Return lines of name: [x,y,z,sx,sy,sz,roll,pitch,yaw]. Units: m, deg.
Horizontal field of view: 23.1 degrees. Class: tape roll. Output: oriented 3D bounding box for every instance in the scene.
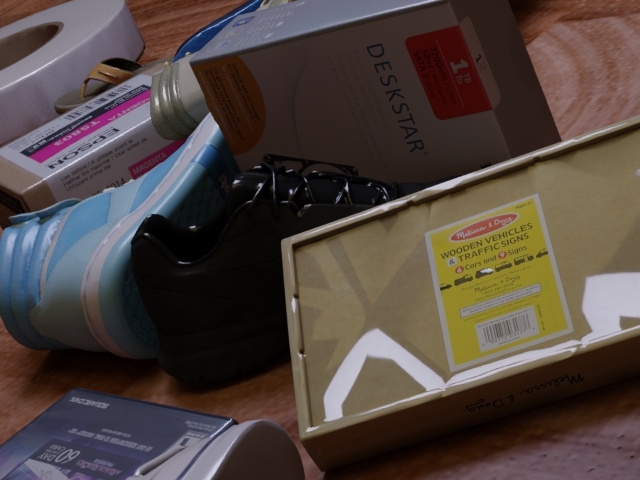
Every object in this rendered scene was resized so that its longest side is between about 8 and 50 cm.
tape roll: [-0.420,-0.214,2.094,0.392,0.072,0.392,-22,22,9]

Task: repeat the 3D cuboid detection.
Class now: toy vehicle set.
toy vehicle set: [0.108,0.027,0.944,0.267,0.035,0.166,-19,45,14]

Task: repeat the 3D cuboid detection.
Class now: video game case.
video game case: [-0.201,0.191,0.996,0.274,0.026,0.196,-38,25,-32]

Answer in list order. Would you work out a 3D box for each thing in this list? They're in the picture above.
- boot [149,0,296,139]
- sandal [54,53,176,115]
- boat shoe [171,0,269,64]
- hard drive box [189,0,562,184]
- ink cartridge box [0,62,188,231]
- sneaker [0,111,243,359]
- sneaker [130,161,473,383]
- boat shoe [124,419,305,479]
boot: [-0.066,-0.171,1.427,0.165,0.077,0.213,-27,18,21]
sandal: [-0.242,-0.201,1.901,0.180,0.049,0.072,-20,22,12]
boat shoe: [-0.047,-0.234,1.688,0.258,0.109,0.089,-19,4,-9]
hard drive box: [0.044,-0.099,1.189,0.232,0.181,0.089,-10,26,34]
ink cartridge box: [-0.203,-0.081,1.534,0.234,0.088,0.193,-31,21,-19]
sneaker: [-0.146,-0.022,1.290,0.208,0.127,0.319,-5,28,37]
sneaker: [0.000,0.000,1.079,0.286,0.130,0.109,-20,21,7]
boat shoe: [-0.099,0.186,0.830,0.084,0.095,0.258,-14,13,34]
